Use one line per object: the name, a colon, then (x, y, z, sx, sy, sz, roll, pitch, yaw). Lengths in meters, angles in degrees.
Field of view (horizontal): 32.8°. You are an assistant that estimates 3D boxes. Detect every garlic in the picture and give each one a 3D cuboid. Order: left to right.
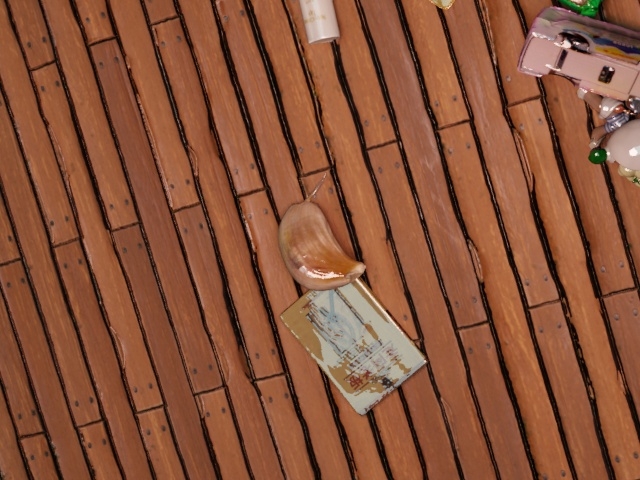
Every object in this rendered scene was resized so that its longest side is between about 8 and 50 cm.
garlic: (-0.011, -0.004, 1.868, 0.128, 0.090, 0.198, -25, 65, 11)

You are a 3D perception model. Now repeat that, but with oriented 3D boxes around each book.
book: (0.056, 0.171, 1.902, 0.161, 0.026, 0.231, -41, 87, 15)

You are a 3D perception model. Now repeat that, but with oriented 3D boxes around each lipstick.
lipstick: (-0.021, -0.463, 1.826, 0.059, 0.059, 0.264, -12, 93, 15)

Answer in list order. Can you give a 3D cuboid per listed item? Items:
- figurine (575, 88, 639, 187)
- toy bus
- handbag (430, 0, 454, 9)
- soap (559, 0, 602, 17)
figurine: (0.482, -0.170, 1.724, 0.147, 0.093, 0.197, -28, 61, -14)
toy bus: (0.450, -0.279, 1.689, 0.274, 0.112, 0.090, 18, 137, 3)
handbag: (0.206, -0.429, 1.791, 0.061, 0.027, 0.083, 35, 105, 6)
soap: (0.439, -0.500, 1.690, 0.218, 0.098, 0.273, 37, 104, 7)
